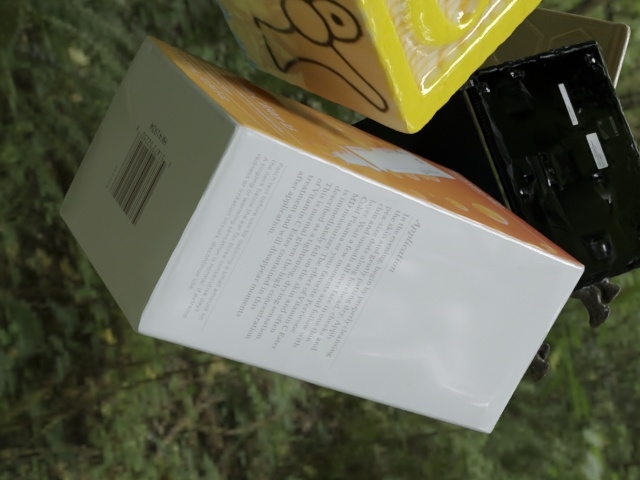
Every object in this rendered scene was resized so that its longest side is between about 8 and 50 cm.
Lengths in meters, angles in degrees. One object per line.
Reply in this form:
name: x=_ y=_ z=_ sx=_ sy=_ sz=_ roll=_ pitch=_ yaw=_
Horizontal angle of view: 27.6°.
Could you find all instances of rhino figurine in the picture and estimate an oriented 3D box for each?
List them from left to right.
rhino figurine: x=0.215 y=0.101 z=1.451 sx=0.106 sy=0.243 sz=0.073 roll=47 pitch=4 yaw=-8

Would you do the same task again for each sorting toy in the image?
sorting toy: x=0.318 y=-0.265 z=1.831 sx=0.041 sy=0.229 sz=0.307 roll=11 pitch=94 yaw=-63

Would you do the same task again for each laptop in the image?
laptop: x=0.181 y=-0.047 z=1.301 sx=0.136 sy=0.264 sz=0.234 roll=-29 pitch=-100 yaw=64

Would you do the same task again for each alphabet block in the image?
alphabet block: x=0.037 y=-0.234 z=1.049 sx=0.193 sy=0.197 sz=0.192 roll=-48 pitch=141 yaw=-17

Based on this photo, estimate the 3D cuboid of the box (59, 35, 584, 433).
box: x=0.000 y=0.000 z=1.051 sx=0.345 sy=0.168 sz=0.215 roll=21 pitch=14 yaw=-34
